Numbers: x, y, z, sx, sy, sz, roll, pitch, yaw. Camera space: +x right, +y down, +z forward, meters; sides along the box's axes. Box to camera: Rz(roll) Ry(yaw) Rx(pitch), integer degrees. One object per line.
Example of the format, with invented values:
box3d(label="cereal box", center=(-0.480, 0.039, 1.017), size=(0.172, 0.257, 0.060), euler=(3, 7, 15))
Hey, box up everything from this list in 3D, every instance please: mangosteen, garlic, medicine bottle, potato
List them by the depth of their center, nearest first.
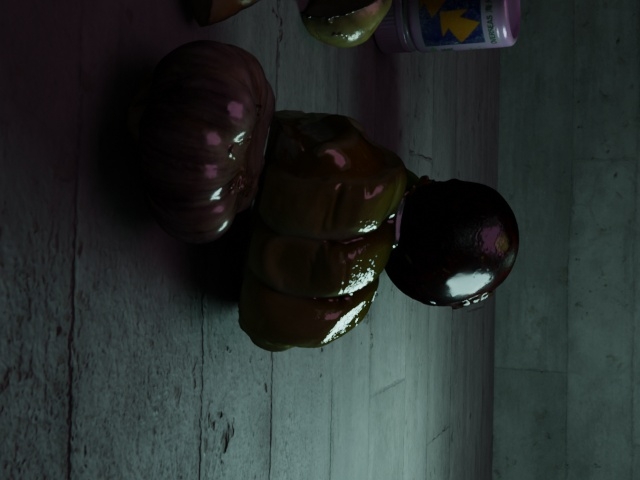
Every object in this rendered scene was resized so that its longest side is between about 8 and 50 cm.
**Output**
box3d(label="garlic", center=(-0.147, -0.117, 0.991), size=(0.245, 0.161, 0.244), euler=(10, 90, -87))
box3d(label="potato", center=(0.067, -0.426, 1.522), size=(0.098, 0.138, 0.243), euler=(75, 29, -45))
box3d(label="medicine bottle", center=(0.268, -0.493, 1.809), size=(0.178, 0.291, 0.178), euler=(1, 90, -69))
box3d(label="mangosteen", center=(0.269, -0.028, 1.851), size=(0.306, 0.306, 0.359), euler=(-8, 78, -68))

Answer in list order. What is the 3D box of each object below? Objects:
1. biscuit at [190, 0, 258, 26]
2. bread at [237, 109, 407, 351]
box3d(label="biscuit", center=(-0.021, -0.546, 1.051), size=(0.446, 0.104, 0.429), euler=(-35, 139, -23))
box3d(label="bread", center=(0.000, 0.000, 1.184), size=(0.300, 0.210, 0.341), euler=(-99, -159, -77))
